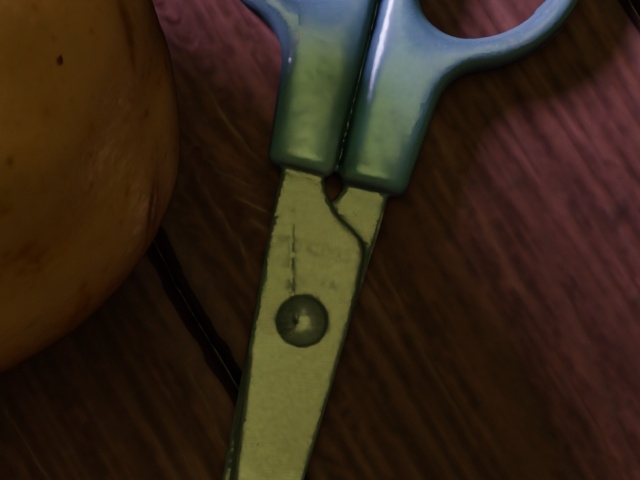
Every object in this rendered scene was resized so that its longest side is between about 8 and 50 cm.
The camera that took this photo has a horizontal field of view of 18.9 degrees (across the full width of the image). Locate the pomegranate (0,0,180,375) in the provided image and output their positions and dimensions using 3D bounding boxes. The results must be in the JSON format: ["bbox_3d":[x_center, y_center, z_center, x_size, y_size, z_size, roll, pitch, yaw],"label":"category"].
[{"bbox_3d":[-0.198,-0.080,0.799,0.342,0.342,0.342,0,80,-2],"label":"pomegranate"}]

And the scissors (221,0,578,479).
[{"bbox_3d":[0.000,0.000,0.923,0.193,0.029,0.447,14,79,1],"label":"scissors"}]
